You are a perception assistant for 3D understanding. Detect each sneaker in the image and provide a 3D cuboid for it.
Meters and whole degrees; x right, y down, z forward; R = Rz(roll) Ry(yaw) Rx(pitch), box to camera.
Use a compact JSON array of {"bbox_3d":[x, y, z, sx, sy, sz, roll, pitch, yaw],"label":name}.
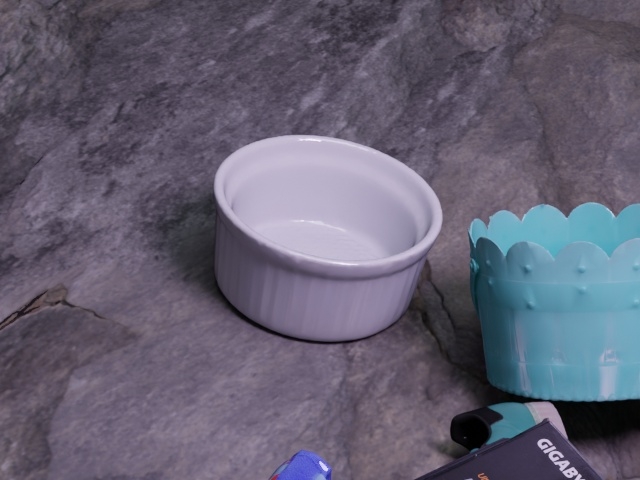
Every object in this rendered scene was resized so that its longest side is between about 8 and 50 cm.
[{"bbox_3d":[0.211,0.278,1.801,0.121,0.108,0.302,-1,30,-10],"label":"sneaker"}]

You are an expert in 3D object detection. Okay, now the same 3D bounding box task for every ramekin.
[{"bbox_3d":[0.000,0.000,2.109,0.277,0.135,0.277,8,35,-5],"label":"ramekin"}]

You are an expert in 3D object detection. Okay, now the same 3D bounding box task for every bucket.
[{"bbox_3d":[0.304,0.066,1.983,0.281,0.183,0.281,-2,10,0],"label":"bucket"}]

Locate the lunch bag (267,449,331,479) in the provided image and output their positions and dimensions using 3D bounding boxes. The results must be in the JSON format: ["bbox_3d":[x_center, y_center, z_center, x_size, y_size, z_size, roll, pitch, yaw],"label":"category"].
[{"bbox_3d":[-0.077,0.325,1.469,0.138,0.293,0.221,23,36,17],"label":"lunch bag"}]

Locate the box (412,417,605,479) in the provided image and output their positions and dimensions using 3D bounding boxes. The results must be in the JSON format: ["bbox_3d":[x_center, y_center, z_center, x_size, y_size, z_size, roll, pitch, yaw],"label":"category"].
[{"bbox_3d":[0.170,0.329,1.612,0.293,0.073,0.295,-23,43,-15],"label":"box"}]
